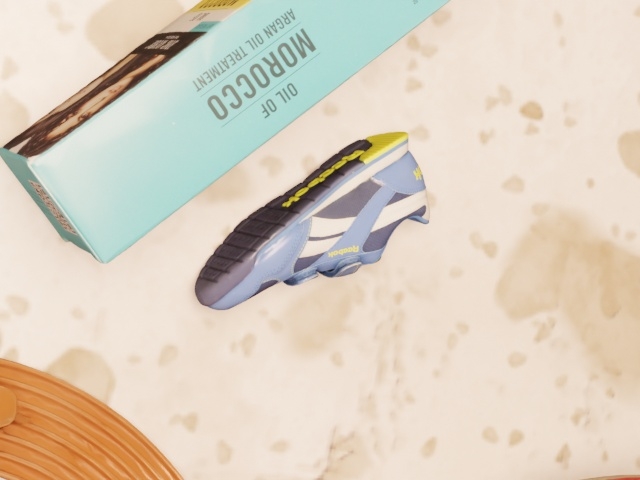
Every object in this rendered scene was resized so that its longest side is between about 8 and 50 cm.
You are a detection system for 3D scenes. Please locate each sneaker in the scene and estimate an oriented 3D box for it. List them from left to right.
[{"bbox_3d":[0.000,0.000,0.730,0.144,0.053,0.059,-34,111,-13],"label":"sneaker"}]

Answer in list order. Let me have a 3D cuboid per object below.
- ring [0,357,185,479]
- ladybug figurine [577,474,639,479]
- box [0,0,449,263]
[{"bbox_3d":[-0.174,0.210,0.624,0.337,0.032,0.336,11,68,-30],"label":"ring"},{"bbox_3d":[0.102,0.301,0.687,0.449,0.305,0.162,-52,157,-6],"label":"ladybug figurine"},{"bbox_3d":[-0.038,-0.090,0.675,0.244,0.100,0.060,-38,109,-13],"label":"box"}]
